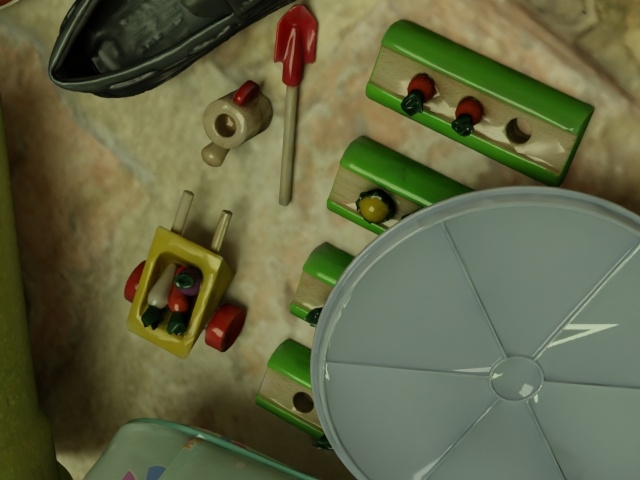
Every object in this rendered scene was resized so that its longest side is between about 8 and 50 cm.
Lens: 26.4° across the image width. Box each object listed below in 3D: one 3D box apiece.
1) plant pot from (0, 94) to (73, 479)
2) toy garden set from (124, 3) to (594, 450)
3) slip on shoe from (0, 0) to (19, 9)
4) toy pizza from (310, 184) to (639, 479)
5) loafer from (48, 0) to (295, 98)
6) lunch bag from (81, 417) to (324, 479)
[{"bbox_3d":[-0.274,0.033,0.772,0.276,0.276,0.253,8,101,24],"label":"plant pot"},{"bbox_3d":[0.000,0.000,0.720,0.204,0.049,0.244,28,119,15],"label":"toy garden set"},{"bbox_3d":[-0.309,-0.167,0.785,0.331,0.101,0.123,3,112,28],"label":"slip on shoe"},{"bbox_3d":[0.095,0.061,0.678,0.201,0.032,0.201,0,117,1],"label":"toy pizza"},{"bbox_3d":[-0.051,-0.138,0.675,0.223,0.078,0.076,-34,92,33],"label":"loafer"},{"bbox_3d":[-0.012,0.233,0.756,0.279,0.108,0.224,21,138,21],"label":"lunch bag"}]
